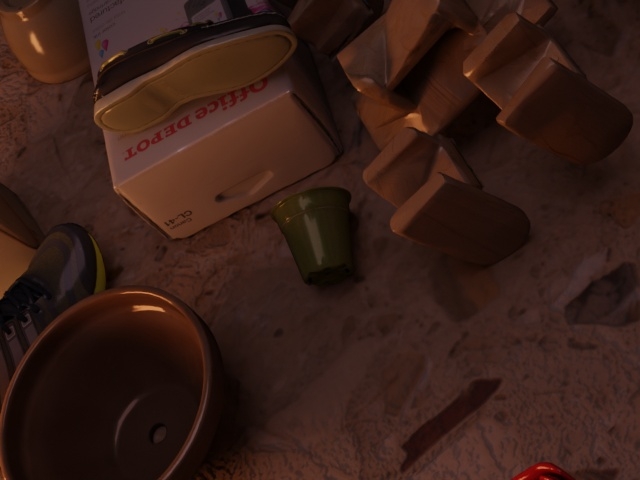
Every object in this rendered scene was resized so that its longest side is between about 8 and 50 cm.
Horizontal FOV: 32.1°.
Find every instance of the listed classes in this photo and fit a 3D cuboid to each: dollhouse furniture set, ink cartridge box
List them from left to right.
[{"bbox_3d":[-0.130,-0.189,1.236,0.226,0.131,0.306,-27,52,13],"label":"ink cartridge box"},{"bbox_3d":[0.202,-0.226,1.067,0.394,0.256,0.362,-47,48,24],"label":"dollhouse furniture set"}]

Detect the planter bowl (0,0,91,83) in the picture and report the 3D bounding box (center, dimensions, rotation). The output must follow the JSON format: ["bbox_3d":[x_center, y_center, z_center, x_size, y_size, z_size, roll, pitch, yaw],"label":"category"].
[{"bbox_3d":[-0.348,-0.300,1.431,0.162,0.109,0.162,-14,57,22],"label":"planter bowl"}]

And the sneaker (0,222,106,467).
[{"bbox_3d":[-0.335,0.108,1.181,0.111,0.121,0.300,16,72,34],"label":"sneaker"}]

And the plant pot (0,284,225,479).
[{"bbox_3d":[-0.181,0.171,1.070,0.237,0.110,0.237,-14,57,23],"label":"plant pot"}]

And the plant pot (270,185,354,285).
[{"bbox_3d":[0.000,0.000,1.097,0.083,0.083,0.079,-22,67,16],"label":"plant pot"}]

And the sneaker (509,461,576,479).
[{"bbox_3d":[0.225,0.218,0.810,0.221,0.128,0.087,-7,60,25],"label":"sneaker"}]

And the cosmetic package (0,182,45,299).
[{"bbox_3d":[-0.441,-0.048,1.211,0.113,0.309,0.160,-43,53,1],"label":"cosmetic package"}]

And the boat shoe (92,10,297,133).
[{"bbox_3d":[-0.129,-0.180,1.097,0.227,0.081,0.069,-20,61,20],"label":"boat shoe"}]
